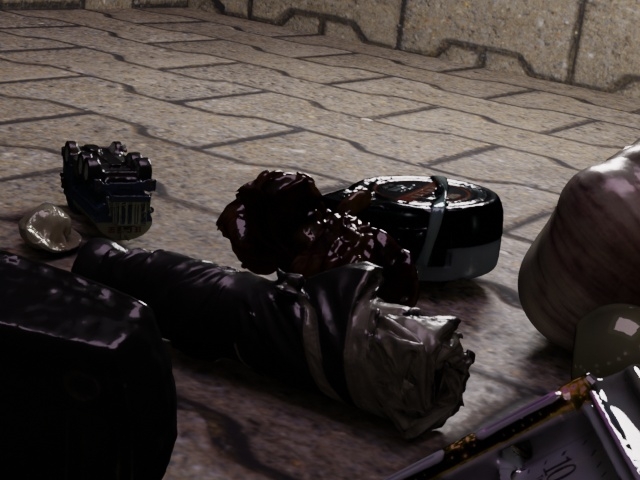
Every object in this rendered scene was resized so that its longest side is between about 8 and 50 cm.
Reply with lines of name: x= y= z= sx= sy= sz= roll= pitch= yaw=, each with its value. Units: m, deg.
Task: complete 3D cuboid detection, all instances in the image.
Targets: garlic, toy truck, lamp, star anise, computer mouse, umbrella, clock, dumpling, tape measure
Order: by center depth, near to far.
clock: x=0.110 y=0.164 z=0.569 sx=0.186 sy=0.083 sz=0.253 roll=-29 pitch=14 yaw=8
computer mouse: x=-0.214 y=0.081 z=0.709 sx=0.269 sy=0.170 sz=0.100 roll=13 pitch=31 yaw=8
umbrella: x=-0.047 y=0.057 z=0.976 sx=0.357 sy=0.113 sz=0.106 roll=15 pitch=40 yaw=26
lamp: x=0.292 y=0.103 z=0.992 sx=0.163 sy=0.091 sz=0.091 roll=7 pitch=16 yaw=13
star anise: x=0.000 y=0.000 z=1.100 sx=0.220 sy=0.126 sz=0.190 roll=31 pitch=3 yaw=38
garlic: x=0.327 y=0.038 z=1.110 sx=0.253 sy=0.245 sz=0.245 roll=48 pitch=30 yaw=14
dumpling: x=-0.280 y=-0.008 z=1.232 sx=0.052 sy=0.057 sz=0.076 roll=-40 pitch=8 yaw=-18
tape measure: x=0.105 y=-0.012 z=1.290 sx=0.181 sy=0.107 sz=0.182 roll=12 pitch=17 yaw=27
toy truck: x=-0.234 y=-0.057 z=1.323 sx=0.074 sy=0.088 sz=0.201 roll=-3 pitch=15 yaw=-24
